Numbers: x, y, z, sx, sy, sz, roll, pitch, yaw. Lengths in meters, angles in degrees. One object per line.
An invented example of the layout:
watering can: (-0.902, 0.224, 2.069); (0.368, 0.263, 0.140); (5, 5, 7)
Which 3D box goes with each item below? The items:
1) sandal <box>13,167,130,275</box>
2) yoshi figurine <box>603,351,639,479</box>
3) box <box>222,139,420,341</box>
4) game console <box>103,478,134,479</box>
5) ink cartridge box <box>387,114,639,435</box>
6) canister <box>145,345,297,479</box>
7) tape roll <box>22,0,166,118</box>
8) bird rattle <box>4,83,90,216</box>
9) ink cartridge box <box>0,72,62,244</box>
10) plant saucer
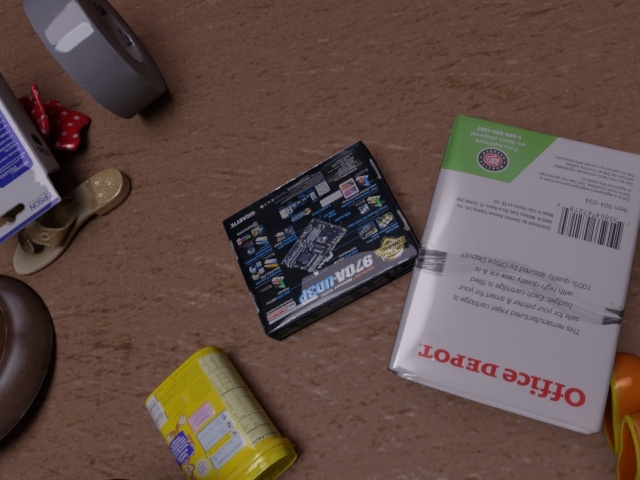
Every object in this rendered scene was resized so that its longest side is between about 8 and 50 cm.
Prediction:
sandal: (-0.411, -0.041, 0.890); (0.240, 0.079, 0.088); (-35, 65, 7)
yoshi figurine: (0.434, 0.138, 0.466); (0.361, 0.203, 0.204); (-2, 66, 16)
box: (0.000, 0.000, 0.742); (0.220, 0.051, 0.175); (-30, 66, 9)
game console: (-0.229, 0.445, 0.486); (0.341, 0.060, 0.387); (-24, 71, -11)
ink cartridge box: (0.198, 0.034, 0.601); (0.198, 0.115, 0.273); (16, 79, 8)
canister: (-0.125, 0.230, 0.704); (0.126, 0.073, 0.170); (-43, 63, 3)
tape roll: (-0.329, -0.291, 0.862); (0.072, 0.219, 0.219); (-35, 65, 6)
bird rattle: (-0.513, -0.141, 0.964); (0.253, 0.143, 0.207); (4, 86, 8)
ink cartridge box: (-0.517, -0.148, 0.865); (0.165, 0.065, 0.333); (-33, 84, 4)
plant saucer: (-0.551, 0.177, 0.843); (0.310, 0.050, 0.311); (-5, 59, 8)
